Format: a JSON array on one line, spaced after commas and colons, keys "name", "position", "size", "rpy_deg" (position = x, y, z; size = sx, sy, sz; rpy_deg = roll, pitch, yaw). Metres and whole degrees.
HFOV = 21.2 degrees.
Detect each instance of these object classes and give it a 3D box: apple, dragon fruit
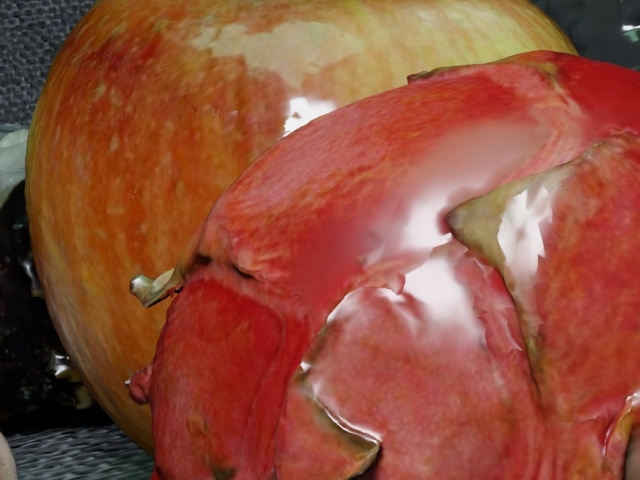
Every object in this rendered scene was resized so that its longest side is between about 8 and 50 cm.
[{"name": "apple", "position": [0.000, 0.000, 0.832], "size": [0.301, 0.301, 0.301], "rpy_deg": [-8, 8, 1]}, {"name": "dragon fruit", "position": [0.064, 0.054, 0.577], "size": [0.241, 0.241, 0.252], "rpy_deg": [-13, -2, -34]}]

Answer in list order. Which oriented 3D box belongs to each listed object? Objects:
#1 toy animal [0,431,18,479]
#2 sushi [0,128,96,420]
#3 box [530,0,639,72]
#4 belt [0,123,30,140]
[{"name": "toy animal", "position": [-0.285, 0.096, 0.867], "size": [0.248, 0.165, 0.149], "rpy_deg": [-20, -6, -30]}, {"name": "sushi", "position": [-0.131, 0.021, 1.086], "size": [0.348, 0.207, 0.234], "rpy_deg": [-13, 20, 5]}, {"name": "box", "position": [0.262, -0.055, 1.001], "size": [0.359, 0.091, 0.350], "rpy_deg": [-13, -27, 42]}, {"name": "belt", "position": [-0.307, -0.009, 1.509], "size": [0.164, 0.184, 0.289], "rpy_deg": [-8, 1, 32]}]
